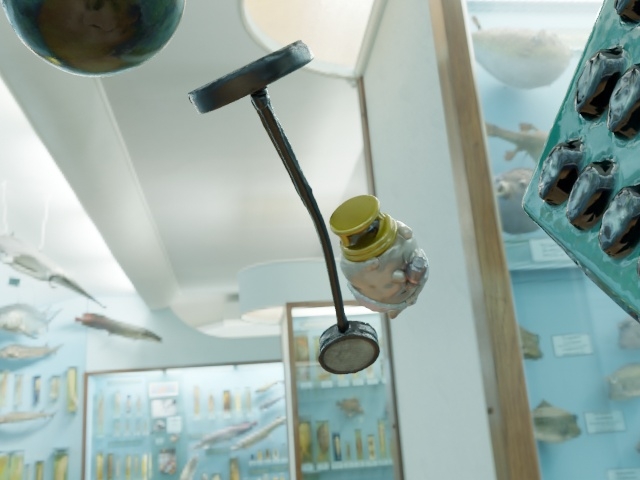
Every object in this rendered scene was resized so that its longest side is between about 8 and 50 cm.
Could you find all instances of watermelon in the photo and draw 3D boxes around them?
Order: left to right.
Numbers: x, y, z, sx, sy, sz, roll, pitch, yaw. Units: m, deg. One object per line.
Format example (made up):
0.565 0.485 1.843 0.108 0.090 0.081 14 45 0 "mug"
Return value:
-0.306 -0.342 0.902 0.243 0.242 0.242 -4 -17 -1 "watermelon"

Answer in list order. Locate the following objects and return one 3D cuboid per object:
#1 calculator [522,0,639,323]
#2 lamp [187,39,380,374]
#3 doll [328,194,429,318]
0.187 -0.063 0.251 0.058 0.274 0.248 7 -63 -19 "calculator"
-0.006 -0.025 0.653 0.130 0.108 0.371 -23 -52 8 "lamp"
0.062 0.023 0.568 0.084 0.073 0.127 12 -36 48 "doll"
